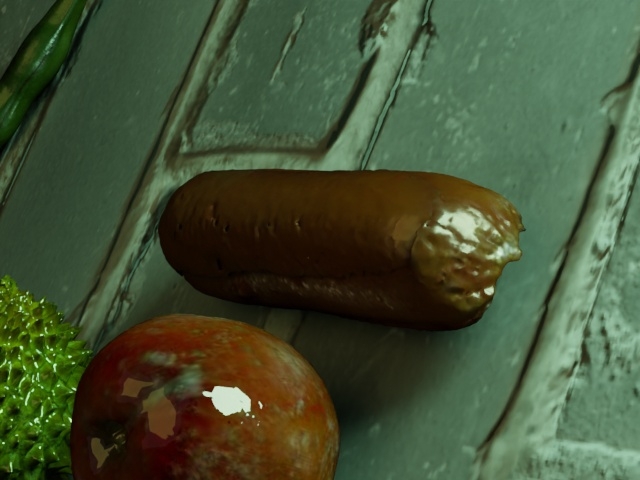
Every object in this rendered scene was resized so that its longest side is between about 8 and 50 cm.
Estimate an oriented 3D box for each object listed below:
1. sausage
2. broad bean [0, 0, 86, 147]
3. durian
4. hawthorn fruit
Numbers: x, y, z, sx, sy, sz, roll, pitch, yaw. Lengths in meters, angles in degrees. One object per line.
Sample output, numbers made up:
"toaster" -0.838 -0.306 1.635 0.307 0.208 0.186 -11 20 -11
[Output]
"sausage" 0.000 0.000 1.238 0.330 0.102 0.102 4 67 51
"broad bean" -0.297 -0.123 1.743 0.297 0.043 0.060 -51 25 11
"durian" -0.263 0.136 1.366 0.200 0.176 0.237 -27 -6 -42
"hawthorn fruit" -0.073 0.125 1.160 0.173 0.173 0.173 -31 43 33
